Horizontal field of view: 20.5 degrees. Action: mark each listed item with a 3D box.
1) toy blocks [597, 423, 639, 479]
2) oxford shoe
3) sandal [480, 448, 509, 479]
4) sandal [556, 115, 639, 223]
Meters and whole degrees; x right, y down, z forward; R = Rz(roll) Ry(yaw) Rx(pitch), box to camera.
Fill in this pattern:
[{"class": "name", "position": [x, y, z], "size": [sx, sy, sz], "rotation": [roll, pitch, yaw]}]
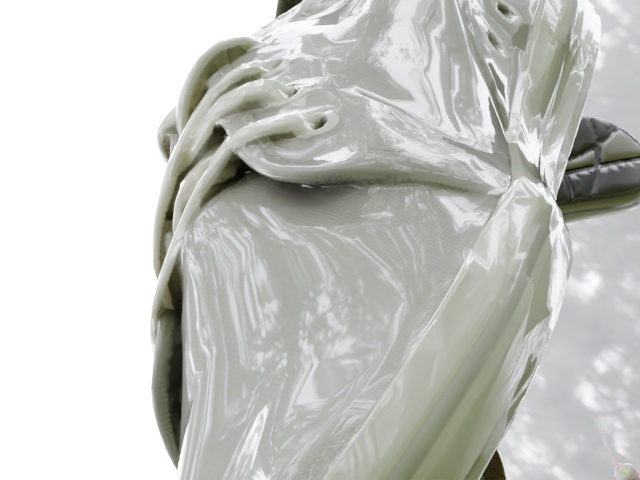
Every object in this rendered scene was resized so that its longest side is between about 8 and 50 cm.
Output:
[{"class": "toy blocks", "position": [0.225, 0.249, 0.794], "size": [0.309, 0.288, 0.260], "rotation": [-38, -46, 12]}, {"class": "oxford shoe", "position": [0.000, 0.000, 0.571], "size": [0.130, 0.449, 0.169], "rotation": [32, -60, -6]}, {"class": "sandal", "position": [0.145, 0.244, 1.612], "size": [0.072, 0.049, 0.180], "rotation": [-13, -69, -1]}, {"class": "sandal", "position": [0.118, -0.034, 1.388], "size": [0.303, 0.120, 0.086], "rotation": [0, -38, -17]}]
